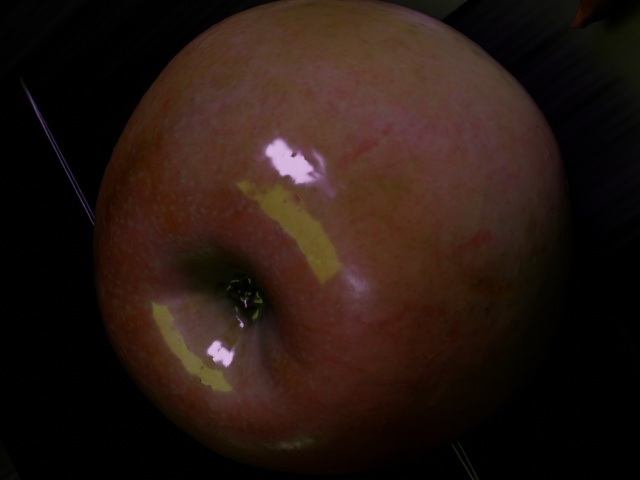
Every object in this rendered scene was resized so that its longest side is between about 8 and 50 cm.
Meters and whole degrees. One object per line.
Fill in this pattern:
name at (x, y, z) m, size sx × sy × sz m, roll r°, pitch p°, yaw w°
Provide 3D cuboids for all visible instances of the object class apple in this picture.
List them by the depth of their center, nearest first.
apple at (0.000, 0.000, 1.022) m, size 0.319 × 0.277 × 0.319 m, roll 6°, pitch 101°, yaw 32°

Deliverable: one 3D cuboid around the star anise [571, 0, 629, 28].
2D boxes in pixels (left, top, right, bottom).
star anise at (0.197, -0.222, 0.967) m, size 0.212 × 0.111 × 0.196 m, roll 38°, pitch 140°, yaw -9°
